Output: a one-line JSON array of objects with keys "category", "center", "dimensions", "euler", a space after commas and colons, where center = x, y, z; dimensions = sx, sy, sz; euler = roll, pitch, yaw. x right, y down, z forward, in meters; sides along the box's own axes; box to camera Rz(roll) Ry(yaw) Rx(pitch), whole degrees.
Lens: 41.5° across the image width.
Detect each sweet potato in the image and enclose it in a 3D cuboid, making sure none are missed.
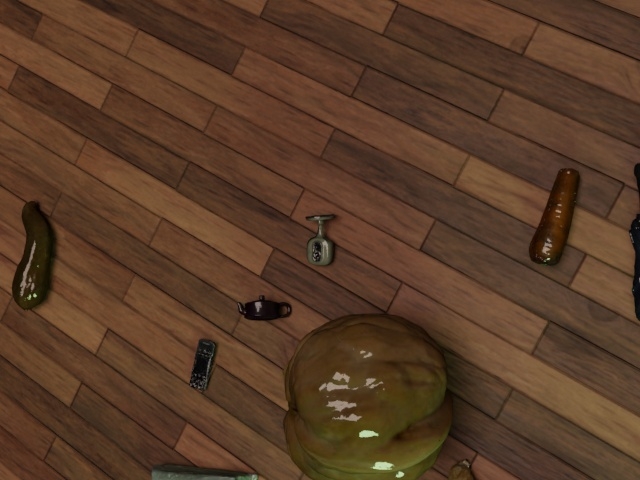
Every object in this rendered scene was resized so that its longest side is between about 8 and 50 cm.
[{"category": "sweet potato", "center": [-0.598, 0.030, 1.756], "dimensions": [0.081, 0.062, 0.233], "euler": [-1, 82, 24]}]

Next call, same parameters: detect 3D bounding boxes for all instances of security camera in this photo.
[{"category": "security camera", "center": [0.000, 0.000, 1.520], "dimensions": [0.058, 0.058, 0.092], "euler": [-2, 92, 22]}]

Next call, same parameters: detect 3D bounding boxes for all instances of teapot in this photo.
[{"category": "teapot", "center": [-0.103, 0.123, 1.540], "dimensions": [0.100, 0.068, 0.045], "euler": [0, 82, -13]}]

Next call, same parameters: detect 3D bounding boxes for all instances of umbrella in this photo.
[{"category": "umbrella", "center": [0.514, 0.003, 1.299], "dimensions": [0.070, 0.071, 0.248], "euler": [0, 81, 22]}]

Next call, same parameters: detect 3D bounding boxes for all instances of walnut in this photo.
[{"category": "walnut", "center": [0.076, 0.260, 1.341], "dimensions": [0.285, 0.285, 0.297], "euler": [6, 113, 23]}]

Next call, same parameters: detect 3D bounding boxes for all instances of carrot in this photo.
[{"category": "carrot", "center": [0.382, -0.037, 1.365], "dimensions": [0.055, 0.055, 0.162], "euler": [17, 85, 23]}]

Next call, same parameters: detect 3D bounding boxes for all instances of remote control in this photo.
[{"category": "remote control", "center": [-0.223, 0.236, 1.605], "dimensions": [0.039, 0.014, 0.096], "euler": [14, 92, 23]}]

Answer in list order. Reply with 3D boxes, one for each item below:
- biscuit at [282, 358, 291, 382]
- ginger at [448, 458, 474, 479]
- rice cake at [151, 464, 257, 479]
[{"category": "biscuit", "center": [-0.001, 0.249, 1.510], "dimensions": [0.147, 0.018, 0.071], "euler": [5, 88, 23]}, {"category": "ginger", "center": [0.323, 0.486, 1.327], "dimensions": [0.333, 0.081, 0.148], "euler": [38, 120, 23]}, {"category": "rice cake", "center": [-0.222, 0.456, 1.557], "dimensions": [0.206, 0.063, 0.069], "euler": [1, 87, 23]}]
